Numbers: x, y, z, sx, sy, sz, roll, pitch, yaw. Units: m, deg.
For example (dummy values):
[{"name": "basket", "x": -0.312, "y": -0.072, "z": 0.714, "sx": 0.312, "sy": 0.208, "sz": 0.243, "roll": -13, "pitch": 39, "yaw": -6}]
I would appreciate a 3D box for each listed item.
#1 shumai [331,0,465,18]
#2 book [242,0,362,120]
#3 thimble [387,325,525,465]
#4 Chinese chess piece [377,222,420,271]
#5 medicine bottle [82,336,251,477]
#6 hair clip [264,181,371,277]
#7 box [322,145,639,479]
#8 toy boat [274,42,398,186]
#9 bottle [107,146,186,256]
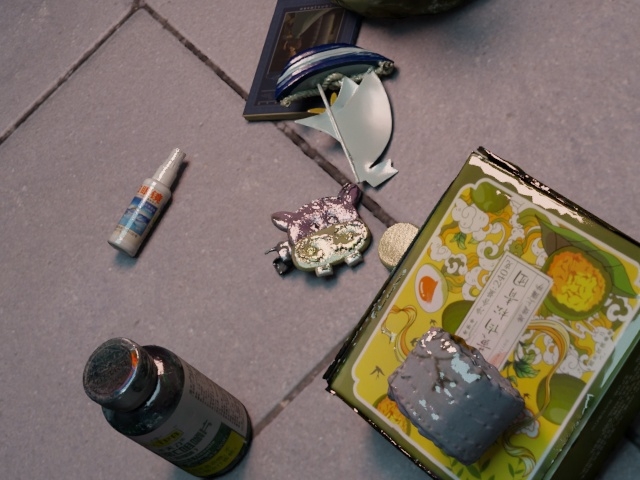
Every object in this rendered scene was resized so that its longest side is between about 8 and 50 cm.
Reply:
[{"name": "shumai", "x": 0.100, "y": -0.582, "z": 2.027, "sx": 0.395, "sy": 0.348, "sz": 0.395, "roll": -4, "pitch": 78, "yaw": 18}, {"name": "book", "x": -0.028, "y": -0.342, "z": 2.214, "sx": 0.190, "sy": 0.025, "sz": 0.269, "roll": 1, "pitch": 62, "yaw": 30}, {"name": "thimble", "x": 0.167, "y": 0.195, "z": 1.505, "sx": 0.118, "sy": 0.127, "sz": 0.151, "roll": -50, "pitch": 51, "yaw": 9}, {"name": "Chinese chess piece", "x": 0.132, "y": 0.013, "z": 1.900, "sx": 0.084, "sy": 0.034, "sz": 0.084, "roll": -14, "pitch": 58, "yaw": 23}, {"name": "medicine bottle", "x": -0.231, "y": 0.247, "z": 1.799, "sx": 0.141, "sy": 0.293, "sz": 0.141, "roll": -15, "pitch": 55, "yaw": 22}, {"name": "hair clip", "x": -0.003, "y": -0.003, "z": 1.976, "sx": 0.187, "sy": 0.056, "sz": 0.146, "roll": -28, "pitch": 58, "yaw": 10}, {"name": "box", "x": 0.257, "y": 0.135, "z": 1.630, "sx": 0.373, "sy": 0.138, "sz": 0.420, "roll": 36, "pitch": 97, "yaw": 39}, {"name": "toy boat", "x": 0.050, "y": -0.217, "z": 2.051, "sx": 0.220, "sy": 0.067, "sz": 0.291, "roll": -19, "pitch": 59, "yaw": -7}, {"name": "bottle", "x": -0.311, "y": -0.074, "z": 2.198, "sx": 0.060, "sy": 0.060, "sz": 0.217, "roll": 19, "pitch": 72, "yaw": 37}]
